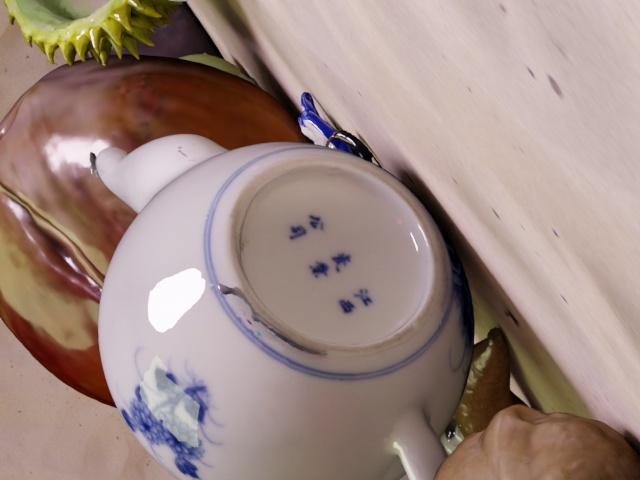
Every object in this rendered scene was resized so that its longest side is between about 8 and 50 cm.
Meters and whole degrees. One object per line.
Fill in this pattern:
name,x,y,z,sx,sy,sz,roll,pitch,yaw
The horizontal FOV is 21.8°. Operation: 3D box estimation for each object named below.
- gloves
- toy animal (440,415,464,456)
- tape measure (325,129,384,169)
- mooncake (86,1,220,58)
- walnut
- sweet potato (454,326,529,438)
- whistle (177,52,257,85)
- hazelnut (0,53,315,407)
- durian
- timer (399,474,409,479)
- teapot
gloves,0.004,-0.081,1.315,0.064,0.026,0.086,60,179,-37
toy animal,0.177,0.265,1.745,0.225,0.094,0.121,57,-175,-40
tape measure,0.057,-0.003,1.269,0.107,0.104,0.180,-60,-28,-69
mooncake,-0.210,-0.220,1.951,0.283,0.141,0.283,56,175,8
walnut,0.131,0.165,0.975,0.140,0.140,0.162,55,-167,8
sweet potato,0.147,0.153,1.294,0.067,0.059,0.281,38,166,46
whistle,-0.119,-0.119,1.787,0.288,0.131,0.106,75,-165,-72
hazelnut,-0.151,-0.013,1.552,0.315,0.372,0.372,-91,-25,-50
durian,-0.213,-0.271,1.456,0.355,0.157,0.169,51,158,43
timer,0.027,0.213,1.948,0.285,0.285,0.285,55,176,5
teapot,-0.030,0.075,1.141,0.424,0.252,0.280,55,148,16
